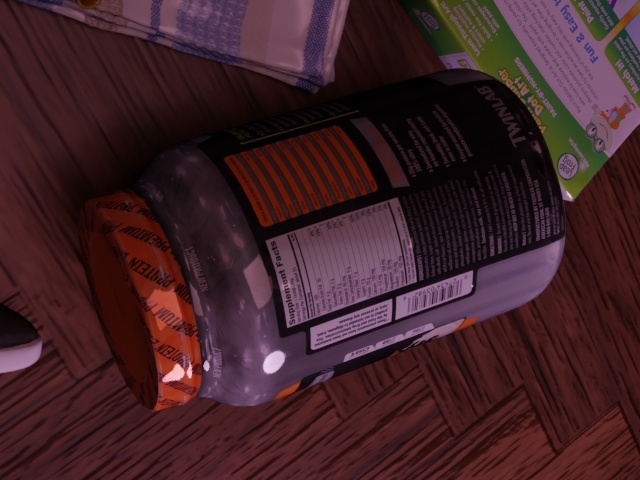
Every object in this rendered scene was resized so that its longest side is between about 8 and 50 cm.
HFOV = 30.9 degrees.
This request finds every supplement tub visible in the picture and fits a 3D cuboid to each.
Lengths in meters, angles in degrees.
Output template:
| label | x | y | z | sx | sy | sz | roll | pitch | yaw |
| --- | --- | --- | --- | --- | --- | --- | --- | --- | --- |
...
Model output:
| label | x | y | z | sx | sy | sz | roll | pitch | yaw |
| --- | --- | --- | --- | --- | --- | --- | --- | --- | --- |
| supplement tub | 0.000 | 0.000 | 0.837 | 0.316 | 0.193 | 0.194 | -17 | 106 | -22 |

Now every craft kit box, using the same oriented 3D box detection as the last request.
| label | x | y | z | sx | sy | sz | roll | pitch | yaw |
| --- | --- | --- | --- | --- | --- | --- | --- | --- | --- |
| craft kit box | 0.215 | -0.206 | 0.987 | 0.246 | 0.061 | 0.250 | -47 | 115 | -15 |

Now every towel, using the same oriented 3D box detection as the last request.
| label | x | y | z | sx | sy | sz | roll | pitch | yaw |
| --- | --- | --- | --- | --- | --- | --- | --- | --- | --- |
| towel | -0.093 | -0.241 | 0.838 | 0.285 | 0.034 | 0.209 | 13 | 92 | -27 |

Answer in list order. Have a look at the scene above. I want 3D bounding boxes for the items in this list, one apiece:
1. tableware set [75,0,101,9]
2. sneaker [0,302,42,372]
| label | x | y | z | sx | sy | sz | roll | pitch | yaw |
| --- | --- | --- | --- | --- | --- | --- | --- | --- | --- |
| tableware set | -0.151 | -0.217 | 0.730 | 0.104 | 0.024 | 0.154 | -34 | 147 | -28 |
| sneaker | -0.298 | -0.015 | 0.735 | 0.295 | 0.104 | 0.147 | 22 | 94 | -23 |
